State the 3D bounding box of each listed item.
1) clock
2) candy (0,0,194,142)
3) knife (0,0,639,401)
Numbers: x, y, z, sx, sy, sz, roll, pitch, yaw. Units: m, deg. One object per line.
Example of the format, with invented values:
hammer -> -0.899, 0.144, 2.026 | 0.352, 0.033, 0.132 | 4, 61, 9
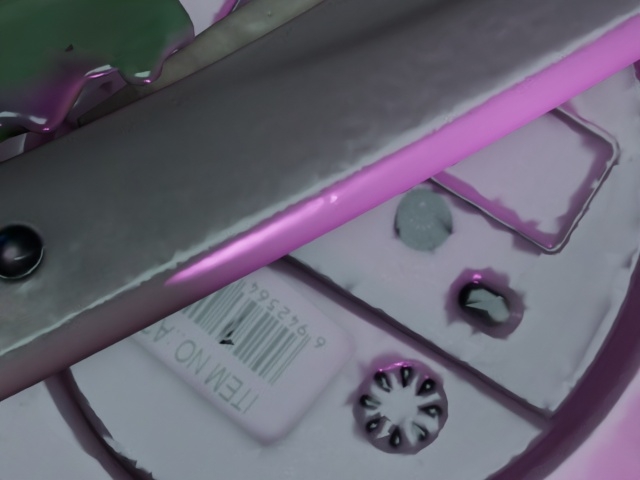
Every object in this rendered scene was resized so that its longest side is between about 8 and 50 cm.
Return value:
clock -> 0.000, 0.000, 0.540 | 0.296, 0.113, 0.322 | 31, 87, -3
candy -> -0.235, -0.143, 0.464 | 0.263, 0.172, 0.398 | -30, 61, -6
knife -> 0.012, -0.046, 0.467 | 0.266, 0.040, 0.073 | -31, 80, -3
